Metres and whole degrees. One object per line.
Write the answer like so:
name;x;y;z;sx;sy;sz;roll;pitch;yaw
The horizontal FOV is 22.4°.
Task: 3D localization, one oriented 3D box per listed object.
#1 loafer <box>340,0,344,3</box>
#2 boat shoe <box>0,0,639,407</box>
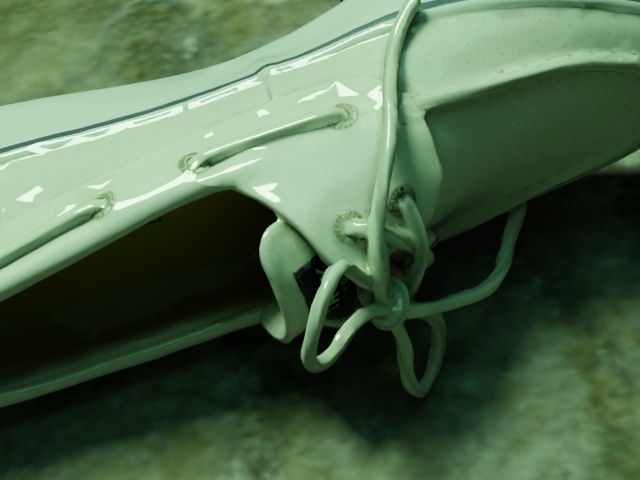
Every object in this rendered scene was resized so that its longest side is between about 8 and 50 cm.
loafer;0.060;-0.183;0.827;0.109;0.095;0.303;3;48;9
boat shoe;-0.003;-0.005;0.645;0.367;0.136;0.156;-14;47;-2
